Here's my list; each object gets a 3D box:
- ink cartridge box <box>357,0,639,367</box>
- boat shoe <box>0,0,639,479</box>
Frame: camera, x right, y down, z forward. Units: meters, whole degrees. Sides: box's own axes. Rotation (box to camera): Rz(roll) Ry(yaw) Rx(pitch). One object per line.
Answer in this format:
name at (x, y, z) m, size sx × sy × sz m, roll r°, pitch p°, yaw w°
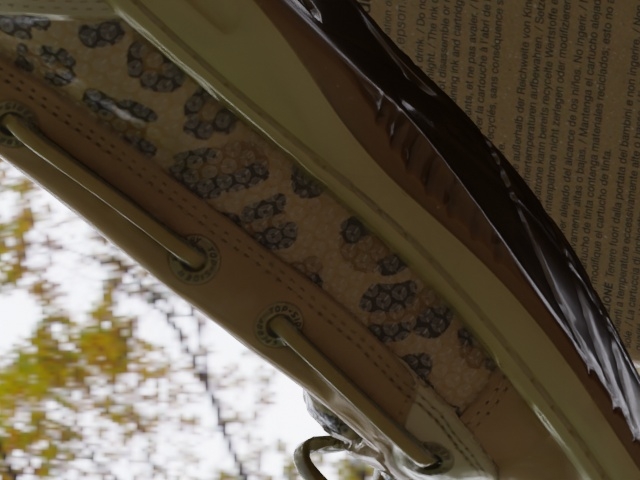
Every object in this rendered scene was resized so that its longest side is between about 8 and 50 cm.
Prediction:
ink cartridge box at (0.099, -0.076, 0.767) m, size 0.088 × 0.193 × 0.235 m, roll -49°, pitch -33°, yaw -51°
boat shoe at (0.000, 0.000, 0.527) m, size 0.089 × 0.104 × 0.285 m, roll -36°, pitch -66°, yaw 14°
